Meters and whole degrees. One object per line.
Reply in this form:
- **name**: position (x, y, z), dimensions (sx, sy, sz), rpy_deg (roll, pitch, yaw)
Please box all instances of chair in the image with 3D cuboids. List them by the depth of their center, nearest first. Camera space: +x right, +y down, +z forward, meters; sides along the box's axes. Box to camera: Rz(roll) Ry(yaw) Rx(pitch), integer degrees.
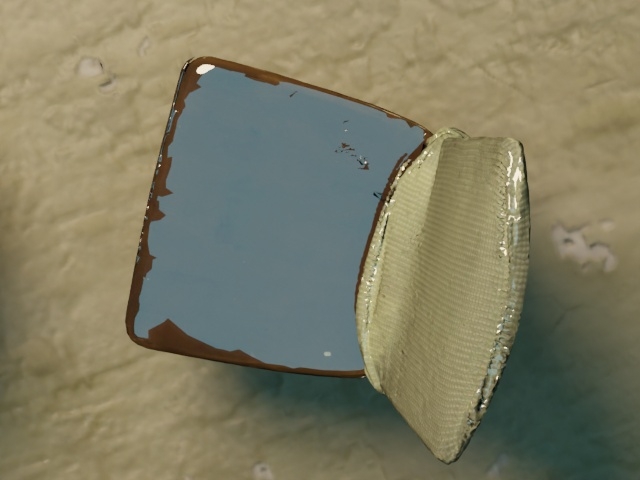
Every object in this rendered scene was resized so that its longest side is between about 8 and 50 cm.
- **chair**: position (0.000, 0.000, 1.015), dimensions (0.186, 0.319, 0.160), rpy_deg (15, 96, 0)
